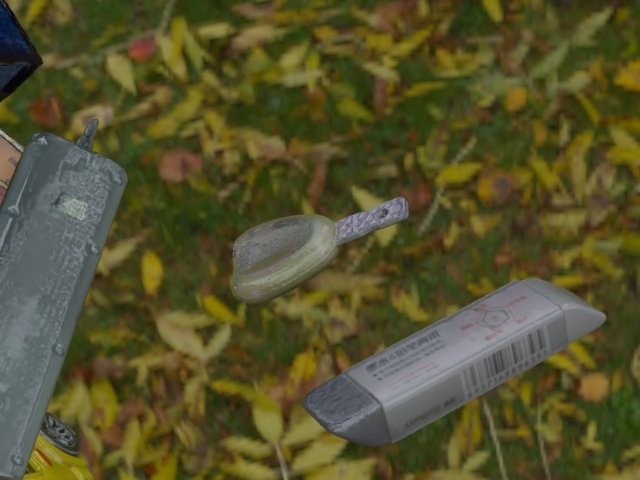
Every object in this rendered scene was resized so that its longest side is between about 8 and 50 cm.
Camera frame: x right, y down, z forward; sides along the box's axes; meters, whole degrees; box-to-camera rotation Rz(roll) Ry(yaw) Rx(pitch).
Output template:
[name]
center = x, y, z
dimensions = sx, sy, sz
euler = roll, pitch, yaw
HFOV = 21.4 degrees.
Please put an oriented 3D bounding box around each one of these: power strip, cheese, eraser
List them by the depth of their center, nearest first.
[power strip]
center = -0.152, 0.025, 0.883
dimensions = 0.060, 0.027, 0.252
euler = 24, 46, -11
[cheese]
center = 0.000, 0.000, 1.682
dimensions = 0.192, 0.037, 0.097
euler = -21, 41, 18
[eraser]
center = 0.146, 0.126, 1.813
dimensions = 0.352, 0.061, 0.089
euler = -26, 34, -19

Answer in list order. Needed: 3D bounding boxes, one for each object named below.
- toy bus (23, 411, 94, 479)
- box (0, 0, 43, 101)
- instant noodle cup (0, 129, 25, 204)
[toy bus]
center = -0.350, 0.130, 1.401
dimensions = 0.330, 0.152, 0.144
euler = 44, 99, 18
[box]
center = -0.333, -0.050, 0.878
dimensions = 0.279, 0.261, 0.116
euler = -37, 78, 26
[instant noodle cup]
center = -0.367, -0.016, 1.800
dimensions = 0.216, 0.216, 0.172
euler = 35, 74, 28
